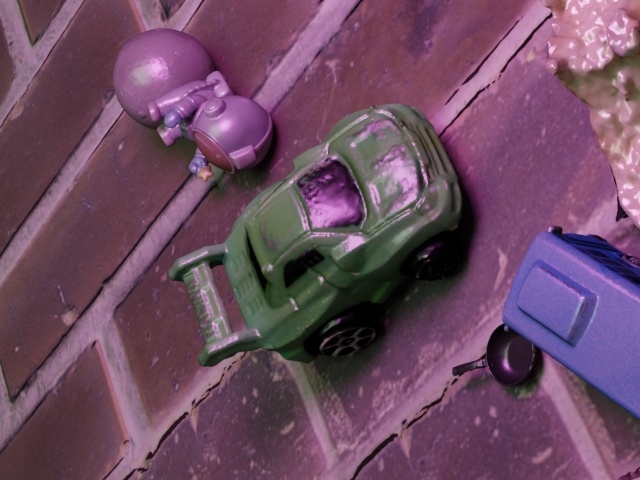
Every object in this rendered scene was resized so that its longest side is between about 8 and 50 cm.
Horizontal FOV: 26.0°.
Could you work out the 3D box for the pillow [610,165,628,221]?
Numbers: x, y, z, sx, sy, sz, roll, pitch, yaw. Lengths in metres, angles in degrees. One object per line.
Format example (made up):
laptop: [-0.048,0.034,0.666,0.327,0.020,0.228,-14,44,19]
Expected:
pillow: [0.334,-0.087,1.335,0.150,0.048,0.090,-34,61,44]

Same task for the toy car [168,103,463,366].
toy car: [0.000,0.000,1.612,0.358,0.176,0.213,-43,54,36]

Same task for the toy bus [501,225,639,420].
toy bus: [0.284,0.081,1.297,0.234,0.133,0.116,37,112,46]

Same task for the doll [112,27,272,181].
doll: [-0.166,-0.183,1.879,0.287,0.151,0.151,39,113,38]

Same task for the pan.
pan: [0.190,0.127,1.482,0.115,0.023,0.068,-23,67,42]

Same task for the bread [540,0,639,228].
bread: [0.349,-0.166,1.164,0.329,0.245,0.424,-13,72,6]
